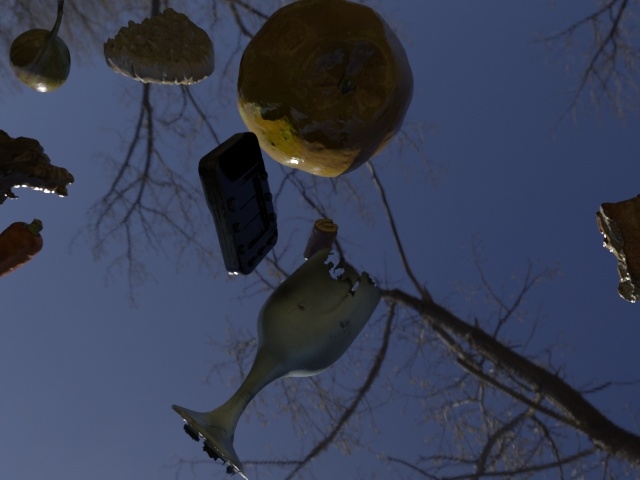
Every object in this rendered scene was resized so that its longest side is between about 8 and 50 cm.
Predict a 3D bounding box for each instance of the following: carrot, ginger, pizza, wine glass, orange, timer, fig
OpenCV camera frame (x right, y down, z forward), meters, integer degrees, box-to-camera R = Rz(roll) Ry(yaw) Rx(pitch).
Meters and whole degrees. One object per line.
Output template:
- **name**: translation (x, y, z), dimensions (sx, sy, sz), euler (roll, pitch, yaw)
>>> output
- **carrot**: translation (-0.522, 0.056, 1.108), dimensions (0.256, 0.061, 0.061), euler (-39, -139, -8)
- **ginger**: translation (-0.642, -0.120, 1.382), dimensions (0.332, 0.166, 0.080), euler (-12, -179, -23)
- **pizza**: translation (0.462, -0.002, 1.070), dimensions (0.182, 0.161, 0.062), euler (-57, -163, -23)
- **wine glass**: translation (-0.053, 0.158, 0.991), dimensions (0.143, 0.143, 0.321), euler (23, -118, 42)
- **orange**: translation (0.010, -0.237, 1.138), dimensions (0.279, 0.279, 0.235), euler (-29, -154, -7)
- **timer**: translation (-0.121, -0.053, 1.079), dimensions (0.055, 0.188, 0.144), euler (-2, -155, 21)
- **fig**: translation (-0.411, -0.285, 1.057), dimensions (0.093, 0.166, 0.093), euler (4, -113, -10)

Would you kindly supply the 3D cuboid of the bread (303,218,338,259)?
- **bread**: translation (0.000, 0.000, 1.261), dimensions (0.046, 0.083, 0.036), euler (-2, -133, -23)

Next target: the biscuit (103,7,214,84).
- **biscuit**: translation (-0.304, -0.376, 1.476), dimensions (0.179, 0.084, 0.281), euler (30, -146, 4)
